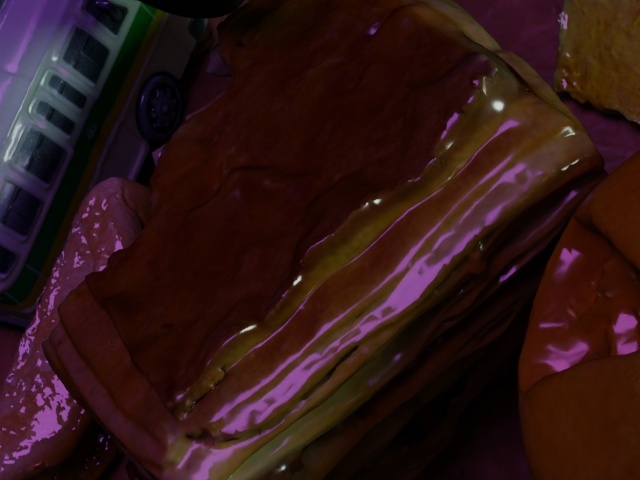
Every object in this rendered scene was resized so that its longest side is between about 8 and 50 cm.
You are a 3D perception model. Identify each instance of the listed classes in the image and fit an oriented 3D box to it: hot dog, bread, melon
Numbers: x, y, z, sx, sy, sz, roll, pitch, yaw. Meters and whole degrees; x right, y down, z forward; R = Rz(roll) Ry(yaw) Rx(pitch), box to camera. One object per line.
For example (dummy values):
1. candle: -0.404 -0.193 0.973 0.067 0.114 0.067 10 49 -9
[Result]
1. hot dog: -0.151 0.075 0.949 0.073 0.084 0.242 13 72 30
2. bread: 0.000 0.000 0.831 0.314 0.191 0.370 -43 32 -1
3. melon: 0.227 -0.096 0.851 0.114 0.053 0.262 -50 52 7

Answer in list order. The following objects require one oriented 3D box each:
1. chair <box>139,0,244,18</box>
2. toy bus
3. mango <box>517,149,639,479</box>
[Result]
1. chair: -0.051 -0.383 0.857 0.364 0.362 0.410 36 76 14
2. toy bus: -0.207 -0.085 1.011 0.133 0.165 0.276 10 71 31
3. mango: 0.257 0.029 0.658 0.365 0.253 0.182 -41 14 -11
